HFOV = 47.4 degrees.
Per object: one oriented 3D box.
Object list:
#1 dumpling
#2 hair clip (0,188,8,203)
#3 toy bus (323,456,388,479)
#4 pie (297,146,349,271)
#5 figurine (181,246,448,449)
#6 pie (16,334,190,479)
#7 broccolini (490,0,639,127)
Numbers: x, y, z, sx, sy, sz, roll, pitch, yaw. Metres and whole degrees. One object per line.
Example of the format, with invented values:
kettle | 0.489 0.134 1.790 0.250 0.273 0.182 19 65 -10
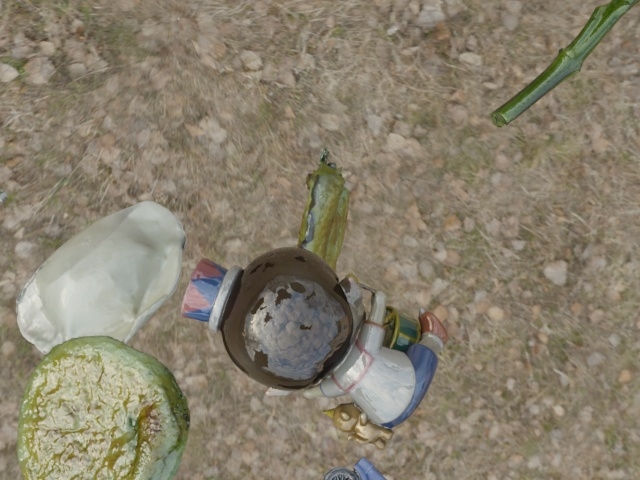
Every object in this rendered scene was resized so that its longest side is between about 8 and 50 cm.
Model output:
dumpling | -0.400 0.083 1.412 0.341 0.260 0.181 -27 142 -36
hair clip | -0.588 -0.040 1.162 0.146 0.187 0.056 -10 118 11
toy bus | 0.007 0.447 0.989 0.292 0.133 0.125 -48 152 -14
pie | 0.000 0.000 1.373 0.078 0.371 0.297 8 80 4
figurine | -0.008 0.092 0.764 0.275 0.158 0.161 32 105 -18
pie | -0.312 0.271 1.025 0.276 0.078 0.277 -5 76 21
broccolini | 0.190 -0.152 0.473 0.218 0.044 0.042 -38 132 -4
